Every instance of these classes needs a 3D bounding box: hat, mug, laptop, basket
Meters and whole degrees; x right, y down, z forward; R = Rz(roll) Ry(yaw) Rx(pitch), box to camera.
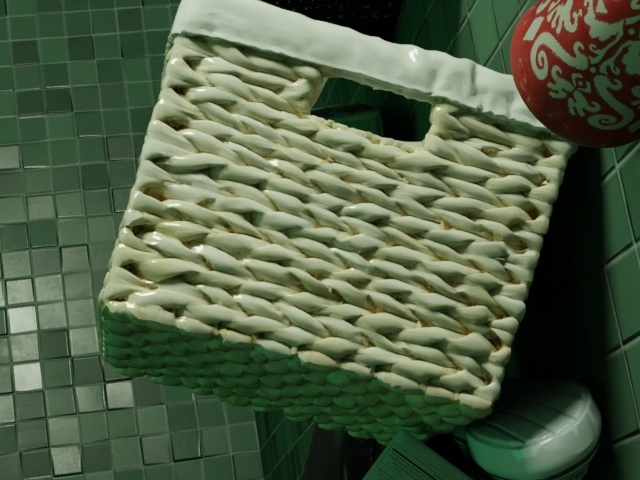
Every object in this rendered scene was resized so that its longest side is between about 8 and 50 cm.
[{"bbox_3d":[0.090,0.207,1.479,0.331,0.134,0.331,-168,90,-71],"label":"hat"},{"bbox_3d":[0.186,-0.150,0.852,0.150,0.113,0.169,51,160,4],"label":"mug"},{"bbox_3d":[-0.005,-0.226,1.475,0.264,0.234,0.136,105,157,-58],"label":"laptop"},{"bbox_3d":[0.000,0.000,1.164,0.331,0.328,0.266,124,161,-74],"label":"basket"}]

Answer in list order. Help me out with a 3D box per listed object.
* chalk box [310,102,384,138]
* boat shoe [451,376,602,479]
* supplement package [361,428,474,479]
[{"bbox_3d":[-0.013,-0.066,1.642,0.180,0.179,0.289,-116,17,-79],"label":"chalk box"},{"bbox_3d":[0.175,0.174,1.179,0.302,0.109,0.094,177,71,-86],"label":"boat shoe"},{"bbox_3d":[0.079,0.293,1.165,0.149,0.203,0.194,34,172,21],"label":"supplement package"}]
